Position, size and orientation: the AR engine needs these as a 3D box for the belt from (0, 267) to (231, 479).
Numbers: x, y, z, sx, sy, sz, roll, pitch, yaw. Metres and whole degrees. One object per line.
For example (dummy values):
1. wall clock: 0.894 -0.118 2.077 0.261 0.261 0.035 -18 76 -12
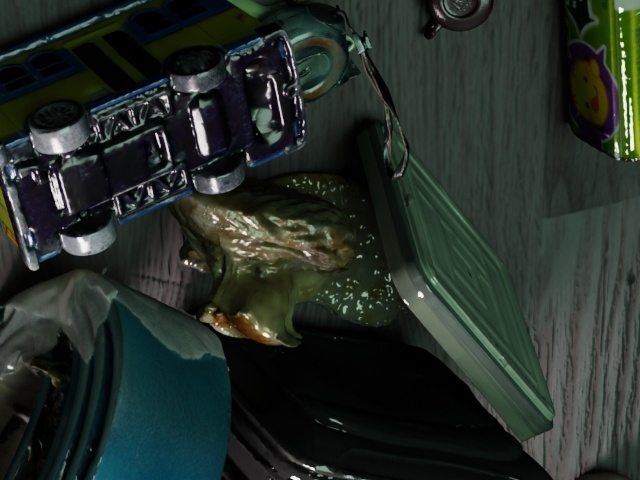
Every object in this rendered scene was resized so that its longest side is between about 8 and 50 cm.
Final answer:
1. belt: -0.254 0.240 1.715 0.173 0.300 0.437 32 84 -38

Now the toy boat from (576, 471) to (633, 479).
1. toy boat: 0.341 0.385 2.268 0.155 0.085 0.227 -11 116 -26

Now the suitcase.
1. suitcase: 0.030 0.222 1.856 0.345 0.339 0.188 13 108 -34

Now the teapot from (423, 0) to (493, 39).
1. teapot: 0.136 -0.242 1.893 0.068 0.045 0.100 35 110 -14

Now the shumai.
1. shumai: -0.062 0.018 1.773 0.209 0.161 0.153 9 92 -53

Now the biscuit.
1. biscuit: -0.001 -0.001 1.921 0.289 0.038 0.141 19 97 -32

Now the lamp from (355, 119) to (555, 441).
1. lamp: 0.132 0.037 1.883 0.047 0.269 0.266 -32 127 15

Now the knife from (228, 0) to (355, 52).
1. knife: -0.045 -0.217 1.815 0.207 0.014 0.030 18 103 -37

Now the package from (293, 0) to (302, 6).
1. package: 0.022 -0.284 1.814 0.120 0.031 0.108 -12 116 -28

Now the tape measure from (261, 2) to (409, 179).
1. tape measure: 0.009 -0.136 1.786 0.107 0.180 0.104 -24 155 -13

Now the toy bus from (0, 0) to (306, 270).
1. toy bus: -0.174 -0.111 1.682 0.287 0.175 0.138 -25 128 -20

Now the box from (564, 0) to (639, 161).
1. box: 0.307 -0.262 1.931 0.097 0.134 0.346 -17 118 -19
